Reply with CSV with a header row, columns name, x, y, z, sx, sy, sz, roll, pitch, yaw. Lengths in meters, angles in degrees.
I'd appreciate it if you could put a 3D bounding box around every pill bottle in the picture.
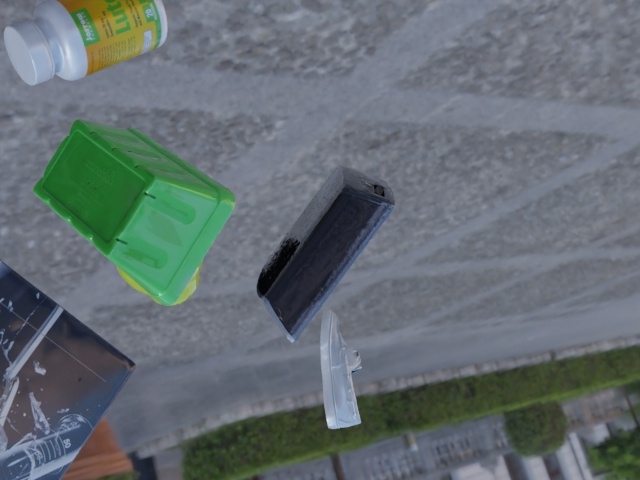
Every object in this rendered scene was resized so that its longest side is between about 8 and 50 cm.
name,x,y,z,sx,sy,sz,roll,pitch,yaw
pill bottle,-0.392,-0.349,1.571,0.246,0.136,0.136,-30,174,-30

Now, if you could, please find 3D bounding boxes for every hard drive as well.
name,x,y,z,sx,sy,sz,roll,pitch,yaw
hard drive,0.000,0.000,0.947,0.172,0.054,0.254,-54,-174,6

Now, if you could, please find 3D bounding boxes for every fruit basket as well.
name,x,y,z,sx,sy,sz,roll,pitch,yaw
fruit basket,-0.324,-0.030,1.822,0.283,0.392,0.392,-58,160,2

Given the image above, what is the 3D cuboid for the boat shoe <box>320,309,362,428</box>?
name,x,y,z,sx,sy,sz,roll,pitch,yaw
boat shoe,0.033,0.198,1.464,0.063,0.184,0.066,-5,162,1

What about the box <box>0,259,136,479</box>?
name,x,y,z,sx,sy,sz,roll,pitch,yaw
box,-0.398,0.138,0.791,0.179,0.343,0.312,-22,-148,53
